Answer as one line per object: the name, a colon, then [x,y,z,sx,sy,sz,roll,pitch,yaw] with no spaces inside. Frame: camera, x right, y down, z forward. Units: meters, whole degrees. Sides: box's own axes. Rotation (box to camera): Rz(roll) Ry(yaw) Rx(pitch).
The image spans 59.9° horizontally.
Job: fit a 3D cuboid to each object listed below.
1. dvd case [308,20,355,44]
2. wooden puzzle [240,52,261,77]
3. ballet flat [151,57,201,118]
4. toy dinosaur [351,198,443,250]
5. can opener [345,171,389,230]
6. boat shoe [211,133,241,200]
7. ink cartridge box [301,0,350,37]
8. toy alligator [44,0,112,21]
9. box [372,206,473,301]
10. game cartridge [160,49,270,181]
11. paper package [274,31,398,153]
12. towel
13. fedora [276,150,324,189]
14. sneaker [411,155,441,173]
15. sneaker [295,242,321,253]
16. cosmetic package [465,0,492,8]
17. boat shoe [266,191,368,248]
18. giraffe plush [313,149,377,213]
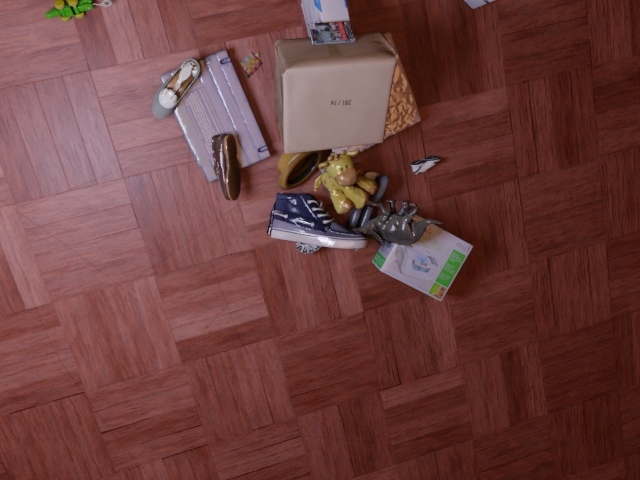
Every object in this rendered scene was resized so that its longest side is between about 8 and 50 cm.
dvd case: [0.030,-0.581,1.551,0.119,0.087,0.013,-6,144,-8]
wooden puzzle: [-0.220,-0.557,1.754,0.049,0.006,0.083,43,92,-17]
ballet flat: [-0.431,-0.454,1.644,0.072,0.068,0.213,38,93,-17]
toy dinosaur: [0.258,-0.047,1.818,0.313,0.121,0.160,4,105,26]
can opener: [0.147,-0.102,1.896,0.074,0.093,0.280,18,104,-16]
boat shoe: [-0.297,-0.228,1.731,0.073,0.073,0.207,3,102,26]
ink cartridge box: [0.015,-0.679,1.672,0.085,0.203,0.148,-16,106,-9]
toy alligator: [-0.701,-0.683,1.607,0.189,0.056,0.051,-17,65,-7]
box: [0.356,0.046,1.952,0.261,0.127,0.231,28,98,-15]
game cartridge: [-0.329,-0.386,1.747,0.230,0.068,0.355,-23,106,-2]
paper package: [0.036,-0.431,1.639,0.324,0.168,0.310,-8,139,-10]
towel: [0.134,-0.467,1.823,0.331,0.053,0.317,-26,108,-4]
fedora: [-0.077,-0.254,1.797,0.194,0.194,0.079,-46,71,1]
sneaker: [0.367,-0.263,1.930,0.109,0.040,0.044,-16,122,-4]
sneaker: [0.000,0.000,1.902,0.169,0.071,0.068,-17,84,8]
cosmetic package: [0.510,-0.851,1.741,0.151,0.184,0.151,32,95,-16]
boat shoe: [-0.007,-0.069,1.803,0.340,0.127,0.158,8,96,11]
giraffe plush: [0.075,-0.211,1.768,0.210,0.170,0.181,35,72,12]
